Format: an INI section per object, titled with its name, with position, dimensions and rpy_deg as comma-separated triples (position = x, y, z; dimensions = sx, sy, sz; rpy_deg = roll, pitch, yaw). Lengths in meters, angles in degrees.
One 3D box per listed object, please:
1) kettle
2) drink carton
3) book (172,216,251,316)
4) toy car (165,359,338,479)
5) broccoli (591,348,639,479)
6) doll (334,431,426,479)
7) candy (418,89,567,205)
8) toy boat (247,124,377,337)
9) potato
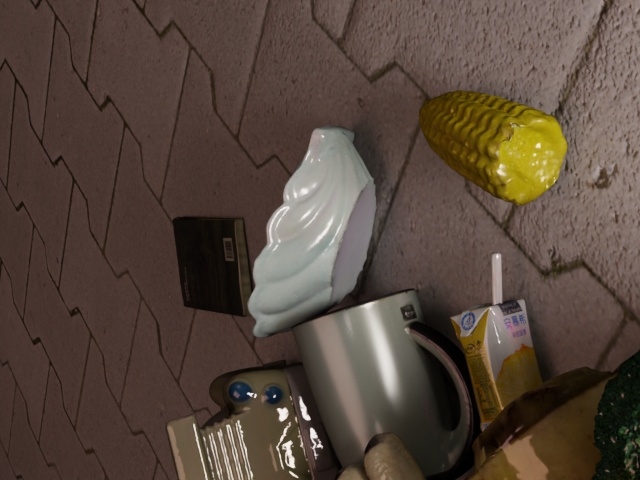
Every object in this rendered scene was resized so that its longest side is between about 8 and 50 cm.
[kettle]
position = 0.095, 0.185, 1.361
dimensions = 0.221, 0.161, 0.236
rpy_deg = -22, 82, 38
[drink carton]
position = 0.193, 0.116, 1.240
dimensions = 0.074, 0.084, 0.199
rpy_deg = -21, 81, 48
[book]
position = -0.180, 0.041, 1.873
dimensions = 0.228, 0.024, 0.160
rpy_deg = 3, 101, 58
[toy car]
position = -0.090, 0.297, 1.558
dimensions = 0.336, 0.226, 0.242
rpy_deg = 141, 115, -78
[broccoli]
position = 0.353, 0.179, 0.875
dimensions = 0.297, 0.297, 0.297
rpy_deg = 27, 156, 52
[doll]
position = 0.123, 0.343, 1.239
dimensions = 0.278, 0.149, 0.175
rpy_deg = 59, 165, 22
[candy]
position = 0.169, -0.111, 1.195
dimensions = 0.106, 0.094, 0.199
rpy_deg = 54, 172, -33
[toy boat]
position = 0.000, 0.000, 1.449
dimensions = 0.100, 0.199, 0.290
rpy_deg = 18, 103, 19
[potato]
position = 0.255, 0.256, 1.069
dimensions = 0.242, 0.243, 0.285
rpy_deg = 62, 151, 25
